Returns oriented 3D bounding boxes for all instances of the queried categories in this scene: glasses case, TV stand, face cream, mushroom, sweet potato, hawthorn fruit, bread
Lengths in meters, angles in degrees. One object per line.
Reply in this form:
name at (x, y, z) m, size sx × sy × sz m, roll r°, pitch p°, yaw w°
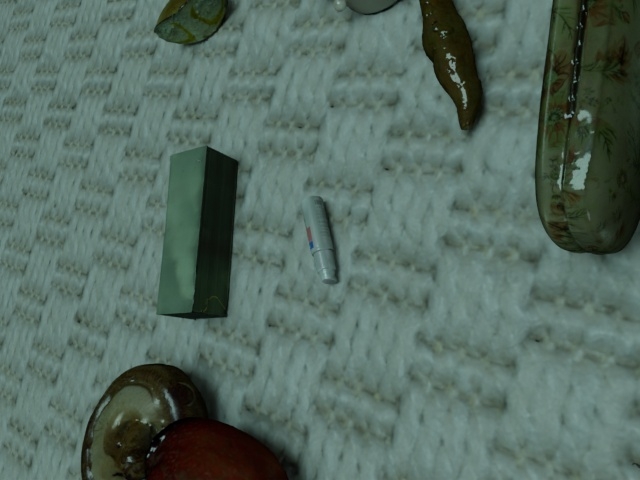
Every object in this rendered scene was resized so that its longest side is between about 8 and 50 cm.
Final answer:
glasses case at (0.291, -0.197, 0.609) m, size 0.098 × 0.156 × 0.425 m, roll 3°, pitch 80°, yaw 39°
TV stand at (-0.200, -0.009, 0.977) m, size 0.088 × 0.083 × 0.269 m, roll -6°, pitch 74°, yaw 34°
face cream at (0.000, 0.000, 0.854) m, size 0.034 × 0.034 × 0.130 m, roll -27°, pitch 64°, yaw 29°
mushroom at (-0.263, 0.305, 0.919) m, size 0.194 × 0.138 × 0.231 m, roll 19°, pitch 78°, yaw 52°
sweet potato at (0.162, -0.272, 0.784) m, size 0.067 × 0.067 × 0.274 m, roll -23°, pitch 70°, yaw 30°
hawthorn fruit at (-0.119, 0.343, 0.777) m, size 0.251 × 0.189 × 0.189 m, roll 18°, pitch 89°, yaw 17°
bread at (-0.245, -0.432, 1.121) m, size 0.157 × 0.083 × 0.094 m, roll -38°, pitch 56°, yaw 21°

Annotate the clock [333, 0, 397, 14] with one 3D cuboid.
clock at (0.079, -0.418, 0.890) m, size 0.229 × 0.063 × 0.155 m, roll -8°, pitch 76°, yaw 38°
